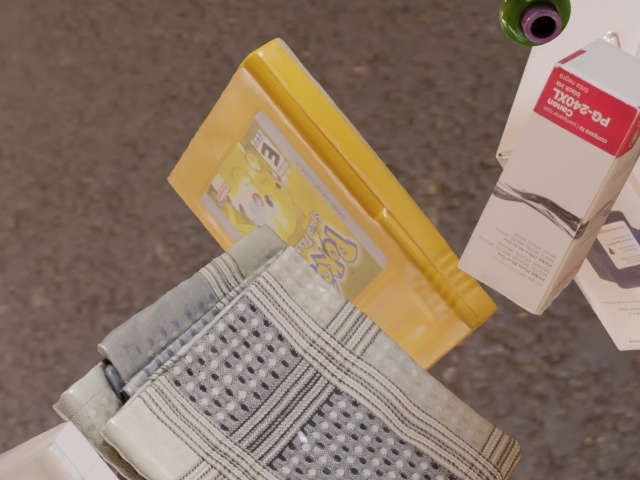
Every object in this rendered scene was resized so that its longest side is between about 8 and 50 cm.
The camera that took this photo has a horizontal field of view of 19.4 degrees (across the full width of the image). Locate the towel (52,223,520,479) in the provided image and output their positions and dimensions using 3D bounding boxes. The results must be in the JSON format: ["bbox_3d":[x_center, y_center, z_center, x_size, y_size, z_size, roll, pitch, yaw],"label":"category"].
[{"bbox_3d":[-0.015,0.151,1.531,0.324,0.312,0.056,41,134,7],"label":"towel"}]

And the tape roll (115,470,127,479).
[{"bbox_3d":[-0.134,0.213,1.665,0.072,0.219,0.219,13,105,3],"label":"tape roll"}]

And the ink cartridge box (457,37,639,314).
[{"bbox_3d":[0.155,-0.041,1.178,0.063,0.109,0.150,30,113,13],"label":"ink cartridge box"}]

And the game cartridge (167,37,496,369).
[{"bbox_3d":[0.000,0.000,1.796,0.323,0.053,0.285,52,150,7],"label":"game cartridge"}]

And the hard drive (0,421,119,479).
[{"bbox_3d":[-0.153,0.311,1.379,0.233,0.047,0.353,-28,105,38],"label":"hard drive"}]

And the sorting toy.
[{"bbox_3d":[0.155,-0.169,1.270,0.042,0.061,0.102,-106,31,-53],"label":"sorting toy"}]

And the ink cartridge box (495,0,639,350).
[{"bbox_3d":[0.243,-0.055,1.430,0.100,0.237,0.172,-6,46,34],"label":"ink cartridge box"}]
